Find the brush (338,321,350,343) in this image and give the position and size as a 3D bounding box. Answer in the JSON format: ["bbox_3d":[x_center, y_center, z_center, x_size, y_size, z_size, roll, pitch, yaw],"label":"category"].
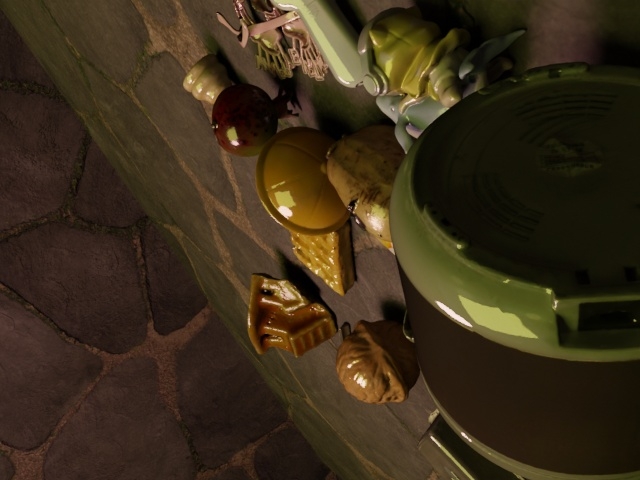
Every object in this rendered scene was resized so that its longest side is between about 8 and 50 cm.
[{"bbox_3d":[0.069,0.282,1.838,0.027,0.034,0.190,49,163,33],"label":"brush"}]

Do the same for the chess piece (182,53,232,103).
[{"bbox_3d":[-0.185,-0.286,1.318,0.170,0.094,0.094,43,160,-2],"label":"chess piece"}]

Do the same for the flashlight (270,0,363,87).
[{"bbox_3d":[0.008,-0.300,0.891,0.093,0.048,0.200,-26,114,30],"label":"flashlight"}]

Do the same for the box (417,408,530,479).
[{"bbox_3d":[0.345,0.447,1.335,0.290,0.166,0.221,45,160,19],"label":"box"}]

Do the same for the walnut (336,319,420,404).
[{"bbox_3d":[0.130,0.264,1.431,0.213,0.213,0.213,43,159,21],"label":"walnut"}]

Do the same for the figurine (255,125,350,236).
[{"bbox_3d":[-0.020,-0.105,1.161,0.192,0.167,0.257,47,-176,-2],"label":"figurine"}]

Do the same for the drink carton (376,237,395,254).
[{"bbox_3d":[0.146,-0.008,1.092,0.200,0.074,0.084,43,160,17],"label":"drink carton"}]

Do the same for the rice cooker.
[{"bbox_3d":[0.241,0.042,0.612,0.335,0.335,0.325,34,154,39],"label":"rice cooker"}]

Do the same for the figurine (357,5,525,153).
[{"bbox_3d":[0.129,-0.190,0.747,0.184,0.128,0.208,57,151,-9],"label":"figurine"}]

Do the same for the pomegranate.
[{"bbox_3d":[-0.114,-0.217,1.142,0.129,0.159,0.130,-21,-90,-89],"label":"pomegranate"}]

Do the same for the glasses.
[{"bbox_3d":[-0.077,-0.306,1.023,0.162,0.095,0.255,52,164,-28],"label":"glasses"}]

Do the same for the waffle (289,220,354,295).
[{"bbox_3d":[0.000,0.000,1.449,0.168,0.057,0.274,39,158,28],"label":"waffle"}]

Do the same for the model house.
[{"bbox_3d":[-0.077,0.214,1.841,0.239,0.174,0.268,10,148,14],"label":"model house"}]

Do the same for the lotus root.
[{"bbox_3d":[0.097,-0.085,0.946,0.257,0.154,0.140,39,163,39],"label":"lotus root"}]
